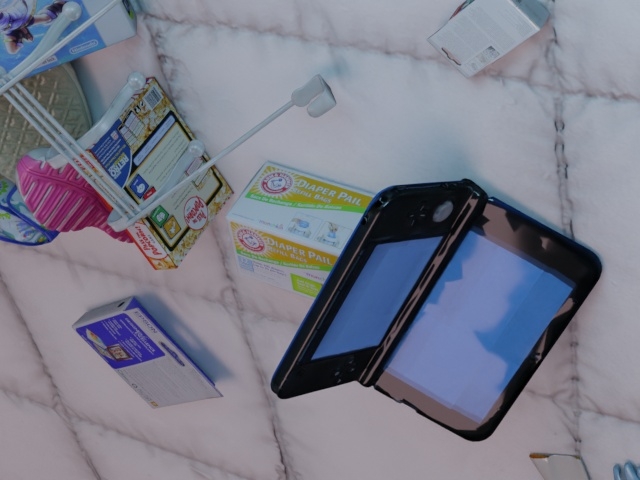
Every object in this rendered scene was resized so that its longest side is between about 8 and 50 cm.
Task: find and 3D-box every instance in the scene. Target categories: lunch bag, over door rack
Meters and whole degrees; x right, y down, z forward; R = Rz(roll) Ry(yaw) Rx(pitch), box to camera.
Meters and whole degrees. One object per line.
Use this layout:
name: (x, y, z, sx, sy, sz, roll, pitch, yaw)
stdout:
lunch bag: (-0.399, -0.061, 1.787, 0.151, 0.129, 0.096, 18, 142, 24)
over door rack: (-0.175, -0.175, 1.407, 0.324, 0.108, 0.239, -29, 121, 22)

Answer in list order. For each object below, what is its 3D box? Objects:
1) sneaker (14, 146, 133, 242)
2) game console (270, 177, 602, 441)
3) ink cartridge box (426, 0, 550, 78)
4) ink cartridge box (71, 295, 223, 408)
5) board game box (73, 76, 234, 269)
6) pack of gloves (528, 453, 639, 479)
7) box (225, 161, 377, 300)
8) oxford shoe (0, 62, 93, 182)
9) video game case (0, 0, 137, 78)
sneaker: (-0.304, -0.075, 1.639, 0.111, 0.103, 0.252, 54, -165, 27)
game console: (0.127, 0.095, 1.424, 0.173, 0.250, 0.293, 43, 120, 28)
ink cartridge box: (0.162, -0.208, 1.246, 0.063, 0.029, 0.115, 42, 145, -11)
ink cartridge box: (-0.267, 0.180, 2.038, 0.208, 0.045, 0.206, -16, 121, 49)
board game box: (-0.206, -0.082, 1.591, 0.045, 0.146, 0.193, -5, 129, 42)
pack of gloves: (0.406, 0.385, 1.738, 0.195, 0.046, 0.232, -4, 131, 43)
box: (0.000, 0.000, 1.557, 0.203, 0.103, 0.114, 18, 143, 22)
oxford shoe: (-0.419, -0.241, 1.607, 0.169, 0.130, 0.449, -27, 133, 2)
video game case: (-0.377, -0.293, 1.428, 0.270, 0.061, 0.244, -20, 126, 6)
